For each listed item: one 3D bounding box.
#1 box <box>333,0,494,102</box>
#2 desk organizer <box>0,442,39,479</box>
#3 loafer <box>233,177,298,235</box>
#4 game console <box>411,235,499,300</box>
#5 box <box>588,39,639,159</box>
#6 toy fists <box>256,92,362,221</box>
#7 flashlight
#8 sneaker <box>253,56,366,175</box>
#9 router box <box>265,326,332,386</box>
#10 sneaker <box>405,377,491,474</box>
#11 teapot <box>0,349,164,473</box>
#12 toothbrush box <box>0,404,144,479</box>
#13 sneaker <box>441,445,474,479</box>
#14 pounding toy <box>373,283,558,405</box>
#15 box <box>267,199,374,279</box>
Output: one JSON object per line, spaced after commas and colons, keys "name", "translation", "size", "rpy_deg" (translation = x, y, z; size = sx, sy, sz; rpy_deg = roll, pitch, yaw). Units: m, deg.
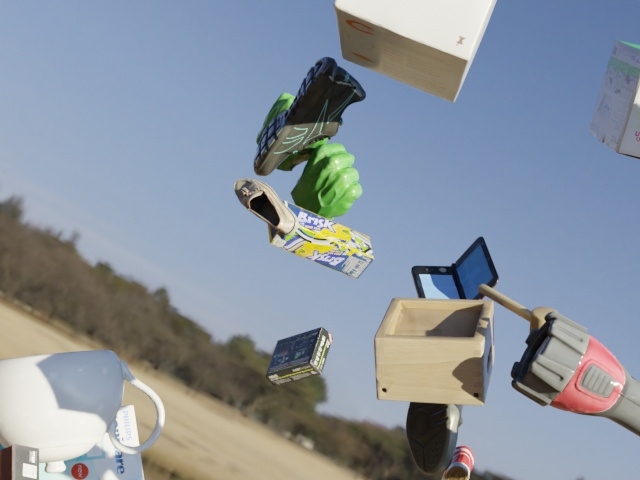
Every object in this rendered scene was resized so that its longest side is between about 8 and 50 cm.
{"name": "box", "translation": [0.155, -0.360, 1.828], "size": [0.215, 0.168, 0.345], "rpy_deg": [23, -2, 4]}
{"name": "desk organizer", "translation": [-0.408, 0.341, 1.539], "size": [0.050, 0.130, 0.047], "rpy_deg": [-22, -29, 30]}
{"name": "loafer", "translation": [-0.082, -0.052, 1.633], "size": [0.125, 0.045, 0.039], "rpy_deg": [40, 13, 30]}
{"name": "game console", "translation": [0.233, 0.061, 2.037], "size": [0.124, 0.085, 0.144], "rpy_deg": [2, 33, -8]}
{"name": "box", "translation": [0.719, -0.317, 2.616], "size": [0.127, 0.231, 0.262], "rpy_deg": [12, 14, -5]}
{"name": "toy fists", "translation": [-0.016, -0.168, 2.291], "size": [0.096, 0.142, 0.279], "rpy_deg": [-11, 58, -39]}
{"name": "flashlight", "translation": [0.365, 0.197, 1.303], "size": [0.304, 0.103, 0.103], "rpy_deg": [31, -48, -2]}
{"name": "sneaker", "translation": [-0.025, -0.205, 2.108], "size": [0.106, 0.267, 0.101], "rpy_deg": [30, 30, -20]}
{"name": "router box", "translation": [-0.041, 0.226, 2.245], "size": [0.122, 0.092, 0.038], "rpy_deg": [-20, -55, 36]}
{"name": "sneaker", "translation": [0.184, 0.221, 1.614], "size": [0.130, 0.227, 0.087], "rpy_deg": [26, -39, -37]}
{"name": "teapot", "translation": [-0.426, 0.279, 1.866], "size": [0.256, 0.187, 0.252], "rpy_deg": [-12, -9, 34]}
{"name": "toothbrush box", "translation": [-0.476, 0.431, 2.100], "size": [0.295, 0.216, 0.126], "rpy_deg": [-1, -28, -21]}
{"name": "sneaker", "translation": [0.185, 0.342, 1.643], "size": [0.042, 0.067, 0.118], "rpy_deg": [25, -56, 2]}
{"name": "pounding toy", "translation": [0.184, 0.127, 1.407], "size": [0.206, 0.094, 0.181], "rpy_deg": [1, 20, 14]}
{"name": "box", "translation": [0.000, 0.000, 1.865], "size": [0.169, 0.054, 0.059], "rpy_deg": [23, 32, -24]}
